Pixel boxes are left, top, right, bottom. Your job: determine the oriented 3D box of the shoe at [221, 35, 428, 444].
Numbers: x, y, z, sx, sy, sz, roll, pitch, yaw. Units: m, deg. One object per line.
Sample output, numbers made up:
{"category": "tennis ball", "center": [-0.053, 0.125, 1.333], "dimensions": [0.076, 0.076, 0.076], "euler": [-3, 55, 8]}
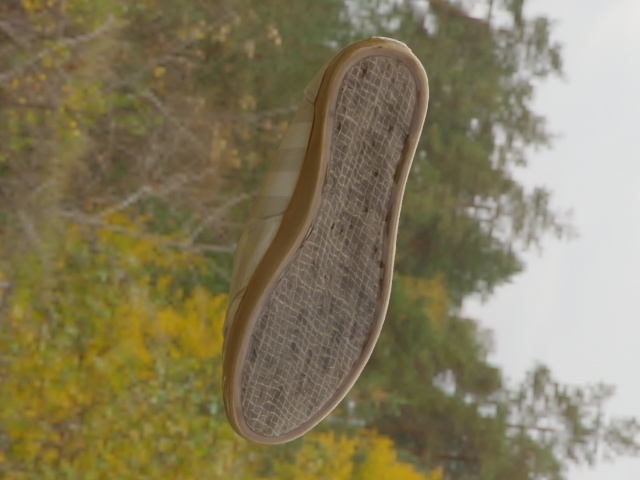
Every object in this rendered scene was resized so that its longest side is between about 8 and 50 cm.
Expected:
{"category": "shoe", "center": [0.000, 0.000, 0.711], "dimensions": [0.219, 0.076, 0.058], "euler": [-71, -158, 9]}
